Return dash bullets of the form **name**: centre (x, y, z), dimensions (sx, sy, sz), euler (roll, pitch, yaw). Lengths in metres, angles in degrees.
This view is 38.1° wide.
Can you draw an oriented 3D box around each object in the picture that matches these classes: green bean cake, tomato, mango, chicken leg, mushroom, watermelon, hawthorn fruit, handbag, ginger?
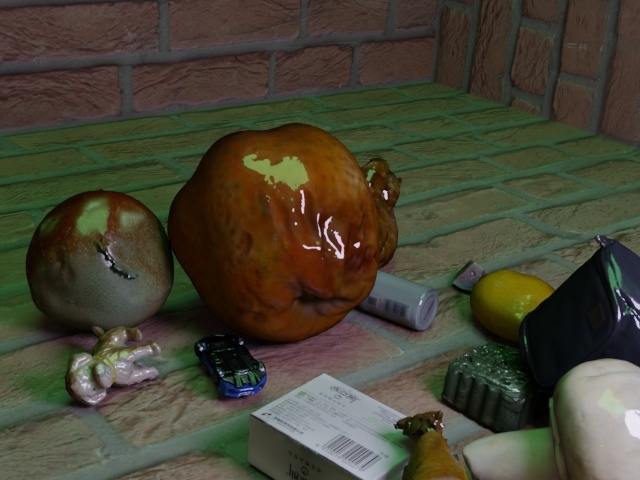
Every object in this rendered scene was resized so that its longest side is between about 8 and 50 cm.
- **green bean cake**: centre (0.347, 0.273, 1.776), dimensions (0.181, 0.094, 0.173), euler (-16, 29, -41)
- **tomato**: centre (-0.460, 0.051, 1.915), dimensions (0.304, 0.303, 0.239), euler (4, 29, -1)
- **mango**: centre (0.441, 0.149, 2.034), dimensions (0.177, 0.119, 0.317), euler (-18, 26, -20)
- **chicken leg**: centre (0.207, 0.406, 1.326), dimensions (0.295, 0.182, 0.409), euler (13, 30, -12)
- **mushroom**: centre (0.398, 0.346, 1.447), dimensions (0.336, 0.314, 0.314), euler (-17, 18, 17)
- **watermelon**: centre (0.363, 0.085, 2.257), dimensions (0.092, 0.072, 0.084), euler (-8, 8, -15)
- **hawthorn fruit**: centre (-0.073, -0.012, 1.953), dimensions (0.472, 0.471, 0.472), euler (3, 23, -1)
- **handbag**: centre (0.485, 0.177, 1.621), dimensions (0.275, 0.302, 0.178), euler (47, 43, 10)
- **ginger**: centre (0.113, -0.060, 2.303), dimensions (0.152, 0.274, 0.357), euler (4, -8, 12)

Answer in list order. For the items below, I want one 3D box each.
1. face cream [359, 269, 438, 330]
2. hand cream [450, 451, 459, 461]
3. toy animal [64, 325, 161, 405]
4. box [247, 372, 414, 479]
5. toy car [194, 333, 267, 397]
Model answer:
- **face cream**: centre (0.137, 0.120, 2.096), dimensions (0.252, 0.101, 0.101), euler (19, 27, 32)
- **hand cream**: centre (0.148, 0.352, 1.618), dimensions (0.205, 0.050, 0.078), euler (22, 3, 39)
- **toy animal**: centre (-0.429, 0.231, 1.751), dimensions (0.184, 0.104, 0.185), euler (20, 33, 29)
- **box**: centre (0.036, 0.344, 1.539), dimensions (0.260, 0.111, 0.194), euler (21, 28, 37)
- **toy car**: centre (-0.178, 0.243, 1.805), dimensions (0.103, 0.063, 0.216), euler (-6, 19, -23)
